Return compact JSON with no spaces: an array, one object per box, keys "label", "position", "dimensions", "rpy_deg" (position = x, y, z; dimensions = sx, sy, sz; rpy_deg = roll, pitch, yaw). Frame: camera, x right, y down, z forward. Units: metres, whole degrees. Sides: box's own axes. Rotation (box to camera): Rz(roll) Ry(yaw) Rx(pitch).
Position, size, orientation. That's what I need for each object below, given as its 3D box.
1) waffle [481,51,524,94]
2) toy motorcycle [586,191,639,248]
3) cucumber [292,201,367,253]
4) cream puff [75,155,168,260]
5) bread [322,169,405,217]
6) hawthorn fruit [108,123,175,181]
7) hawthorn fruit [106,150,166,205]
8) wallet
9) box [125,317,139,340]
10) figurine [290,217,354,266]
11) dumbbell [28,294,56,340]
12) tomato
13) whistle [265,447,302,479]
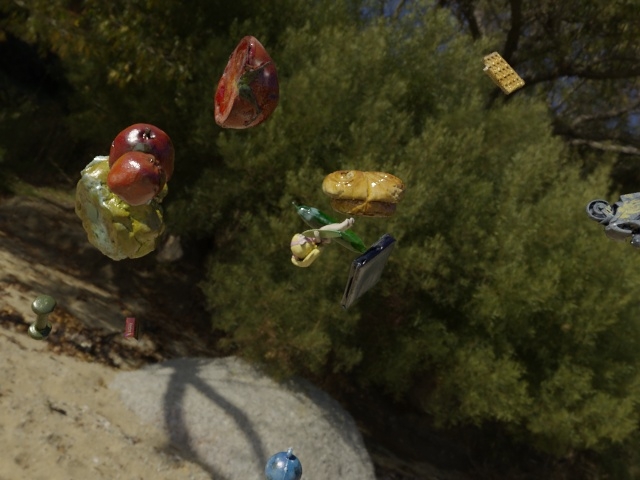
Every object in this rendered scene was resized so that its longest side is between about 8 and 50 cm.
[{"label":"waffle","position":[0.528,-0.490,1.769],"dimensions":[0.135,0.092,0.021],"rpy_deg":[50,-32,11]},{"label":"toy motorcycle","position":[0.648,-0.039,1.229],"dimensions":[0.193,0.124,0.061],"rpy_deg":[-5,-31,5]},{"label":"cucumber","position":[0.026,-0.036,1.680],"dimensions":[0.250,0.056,0.056],"rpy_deg":[30,-11,-6]},{"label":"cream puff","position":[-0.661,-0.122,2.092],"dimensions":[0.378,0.275,0.378],"rpy_deg":[24,-52,36]},{"label":"bread","position":[0.122,-0.138,1.725],"dimensions":[0.236,0.120,0.198],"rpy_deg":[5,14,1]},{"label":"hawthorn fruit","position":[-0.490,-0.242,1.670],"dimensions":[0.185,0.185,0.202],"rpy_deg":[30,-35,-4]},{"label":"hawthorn fruit","position":[-0.393,-0.132,1.290],"dimensions":[0.128,0.128,0.128],"rpy_deg":[28,-11,6]},{"label":"wallet","position":[0.132,0.088,1.707],"dimensions":[0.036,0.167,0.222],"rpy_deg":[39,-35,19]},{"label":"box","position":[-0.495,0.234,1.592],"dimensions":[0.023,0.052,0.082],"rpy_deg":[3,-17,-7]},{"label":"figurine","position":[0.000,0.000,1.451],"dimensions":[0.187,0.083,0.083],"rpy_deg":[-26,-43,25]},{"label":"dumbbell","position":[-0.605,0.168,1.316],"dimensions":[0.046,0.052,0.118],"rpy_deg":[24,-48,-8]},{"label":"tomato","position":[-0.214,-0.475,1.906],"dimensions":[0.170,0.309,0.309],"rpy_deg":[21,-7,-24]},{"label":"whistle","position":[-0.087,0.530,1.353],"dimensions":[0.090,0.158,0.090],"rpy_deg":[15,15,-4]}]
